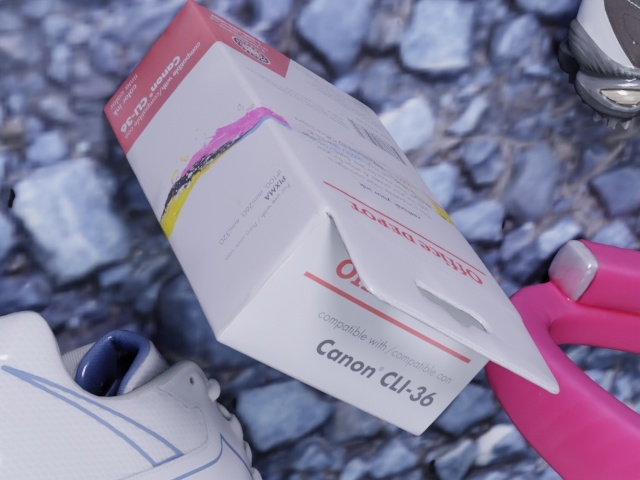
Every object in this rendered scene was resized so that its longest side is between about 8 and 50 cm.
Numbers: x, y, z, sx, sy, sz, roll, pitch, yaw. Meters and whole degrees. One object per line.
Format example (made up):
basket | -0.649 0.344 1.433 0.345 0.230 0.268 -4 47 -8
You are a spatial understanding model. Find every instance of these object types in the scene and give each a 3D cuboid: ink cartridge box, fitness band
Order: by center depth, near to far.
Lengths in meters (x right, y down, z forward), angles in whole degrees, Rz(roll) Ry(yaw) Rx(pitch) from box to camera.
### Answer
ink cartridge box | 0.000 0.000 0.650 0.115 0.198 0.067 28 110 -38
fitness band | 0.213 0.087 0.811 0.291 0.209 0.054 11 118 -32

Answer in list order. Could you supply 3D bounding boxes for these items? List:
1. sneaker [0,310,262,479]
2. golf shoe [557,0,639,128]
sneaker | -0.070 0.116 0.765 0.297 0.111 0.129 30 70 -55
golf shoe | 0.207 -0.102 0.753 0.198 0.077 0.094 -6 127 -23
